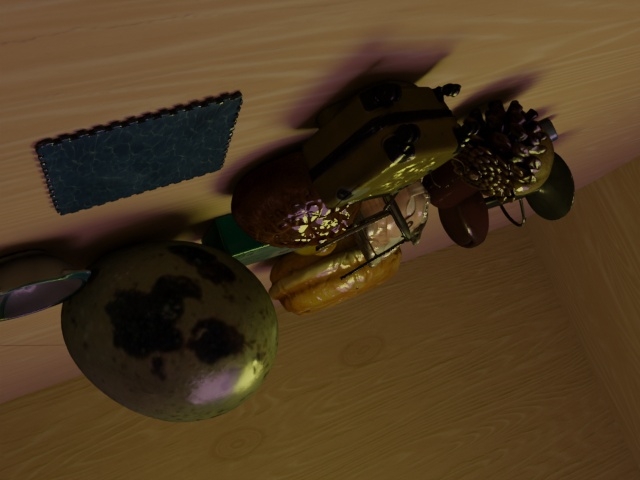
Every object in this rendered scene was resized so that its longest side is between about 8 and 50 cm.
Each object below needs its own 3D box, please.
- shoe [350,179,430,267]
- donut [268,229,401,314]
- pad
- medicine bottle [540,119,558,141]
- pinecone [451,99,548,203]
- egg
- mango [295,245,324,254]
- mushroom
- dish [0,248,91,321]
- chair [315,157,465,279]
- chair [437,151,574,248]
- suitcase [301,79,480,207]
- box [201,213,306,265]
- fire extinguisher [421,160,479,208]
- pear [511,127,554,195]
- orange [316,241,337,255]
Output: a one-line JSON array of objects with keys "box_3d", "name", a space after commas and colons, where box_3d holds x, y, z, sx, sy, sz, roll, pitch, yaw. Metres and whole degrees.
[{"box_3d": [0.180, -0.049, 1.806, 0.198, 0.172, 0.351, -22, 170, -1], "name": "shoe"}, {"box_3d": [0.048, 0.087, 2.169, 0.448, 0.198, 0.449, -23, 174, -3], "name": "donut"}, {"box_3d": [-0.246, -0.113, 0.987, 0.268, 0.012, 0.270, -19, 170, -17], "name": "pad"}, {"box_3d": [0.485, -0.234, 1.810, 0.230, 0.059, 0.059, -25, 170, 13], "name": "medicine bottle"}, {"box_3d": [0.362, -0.186, 1.423, 0.207, 0.208, 0.208, -21, 170, -4], "name": "pinecone"}, {"box_3d": [-0.291, 0.167, 1.379, 0.427, 0.345, 0.345, 18, 177, 11], "name": "egg"}, {"box_3d": [-0.027, -0.020, 1.775, 0.130, 0.092, 0.195, -21, 162, 8], "name": "mango"}, {"box_3d": [-0.037, -0.073, 1.286, 0.253, 0.154, 0.253, -16, 161, -6], "name": "mushroom"}, {"box_3d": [-0.509, 0.069, 1.191, 0.224, 0.078, 0.246, -24, 171, 10], "name": "dish"}, {"box_3d": [0.139, -0.069, 1.423, 0.325, 0.160, 0.170, -28, 138, 11], "name": "chair"}, {"box_3d": [0.500, -0.115, 2.030, 0.400, 0.227, 0.226, -17, 169, -23], "name": "chair"}, {"box_3d": [0.098, -0.159, 1.112, 0.193, 0.143, 0.235, -14, 167, -43], "name": "suitcase"}, {"box_3d": [-0.123, -0.015, 1.558, 0.244, 0.092, 0.153, -16, 170, -26], "name": "box"}, {"box_3d": [0.361, -0.184, 1.653, 0.114, 0.136, 0.337, 15, 162, -15], "name": "fire extinguisher"}, {"box_3d": [0.479, -0.196, 1.703, 0.167, 0.167, 0.136, -32, -175, 45], "name": "pear"}, {"box_3d": [0.000, 0.000, 1.936, 0.095, 0.085, 0.085, -18, 170, -44], "name": "orange"}]
